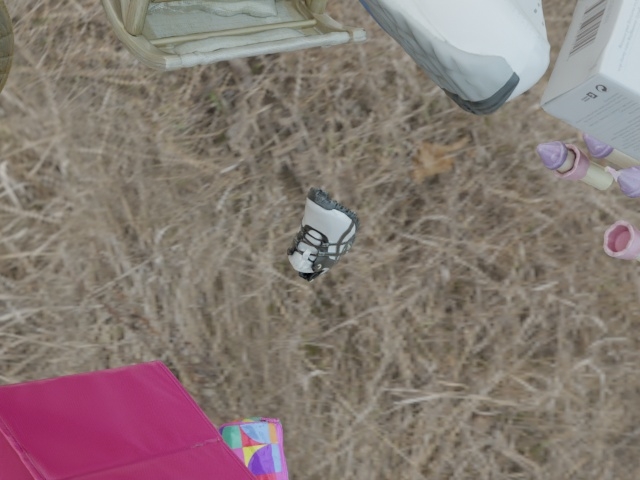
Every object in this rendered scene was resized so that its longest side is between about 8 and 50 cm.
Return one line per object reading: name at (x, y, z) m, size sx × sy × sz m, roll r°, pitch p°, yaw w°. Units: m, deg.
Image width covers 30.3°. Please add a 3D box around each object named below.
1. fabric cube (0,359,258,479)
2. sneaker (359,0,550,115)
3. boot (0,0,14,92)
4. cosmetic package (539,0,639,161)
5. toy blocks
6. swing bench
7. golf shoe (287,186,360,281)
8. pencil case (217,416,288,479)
fabric cube at (-0.241, 0.306, 1.201) m, size 0.259 × 0.254 × 0.258 m, roll 46°, pitch 26°, yaw 25°
sneaker at (0.061, -0.181, 0.526) m, size 0.111 × 0.129 × 0.297 m, roll 42°, pitch 31°, yaw -43°
boot at (-0.462, -0.309, 1.451) m, size 0.095 × 0.203 × 0.262 m, roll -19°, pitch 131°, yaw -29°
cosmetic package at (0.524, -0.202, 1.611) m, size 0.385 × 0.156 × 0.217 m, roll 28°, pitch 70°, yaw -13°
toy blocks at (0.537, -0.165, 2.031) m, size 0.260 × 0.309 × 0.289 m, roll 20°, pitch 31°, yaw -35°
swing bench at (-0.088, -0.322, 1.212) m, size 0.253 × 0.165 × 0.255 m, roll -14°, pitch 121°, yaw -36°
golf shoe at (0.000, 0.000, 1.569) m, size 0.077 × 0.198 × 0.094 m, roll 33°, pitch 74°, yaw 17°
pencil case at (-0.083, 0.369, 1.685) m, size 0.104 × 0.104 × 0.236 m, roll -6°, pitch 80°, yaw -27°
